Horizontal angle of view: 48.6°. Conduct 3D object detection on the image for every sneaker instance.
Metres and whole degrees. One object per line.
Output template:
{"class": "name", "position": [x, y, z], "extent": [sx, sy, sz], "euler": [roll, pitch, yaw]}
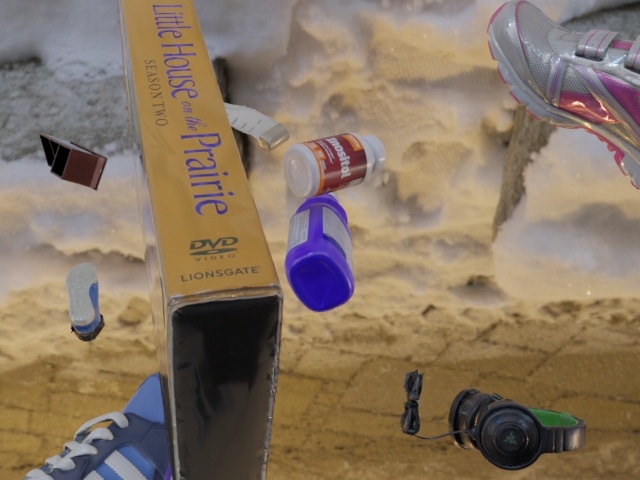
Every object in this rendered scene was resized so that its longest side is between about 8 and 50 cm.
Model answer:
{"class": "sneaker", "position": [-0.426, 0.116, 1.285], "extent": [0.058, 0.152, 0.084], "euler": [-8, 133, -14]}
{"class": "sneaker", "position": [-0.244, 0.212, 0.600], "extent": [0.236, 0.322, 0.130], "euler": [34, 135, -24]}
{"class": "sneaker", "position": [0.268, -0.145, 0.629], "extent": [0.252, 0.103, 0.111], "euler": [36, 139, 2]}

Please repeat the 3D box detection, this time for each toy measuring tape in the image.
{"class": "toy measuring tape", "position": [-0.160, -0.150, 0.963], "extent": [0.330, 0.121, 0.121], "euler": [28, 153, 36]}

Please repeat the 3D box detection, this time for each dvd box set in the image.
{"class": "dvd box set", "position": [-0.113, -0.002, 0.575], "extent": [0.062, 0.420, 0.307], "euler": [-6, 133, -15]}

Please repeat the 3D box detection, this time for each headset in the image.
{"class": "headset", "position": [0.351, 0.356, 1.455], "extent": [0.395, 0.185, 0.243], "euler": [3, 177, -17]}

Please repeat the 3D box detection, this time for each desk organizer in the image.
{"class": "desk organizer", "position": [-0.343, -0.109, 0.957], "extent": [0.050, 0.130, 0.047], "euler": [17, 95, -43]}

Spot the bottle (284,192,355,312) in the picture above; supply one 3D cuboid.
{"class": "bottle", "position": [0.000, 0.000, 1.155], "extent": [0.092, 0.282, 0.118], "euler": [-25, 115, 13]}

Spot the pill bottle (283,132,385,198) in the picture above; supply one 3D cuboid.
{"class": "pill bottle", "position": [0.024, -0.121, 1.106], "extent": [0.152, 0.086, 0.086], "euler": [-18, 150, -34]}
